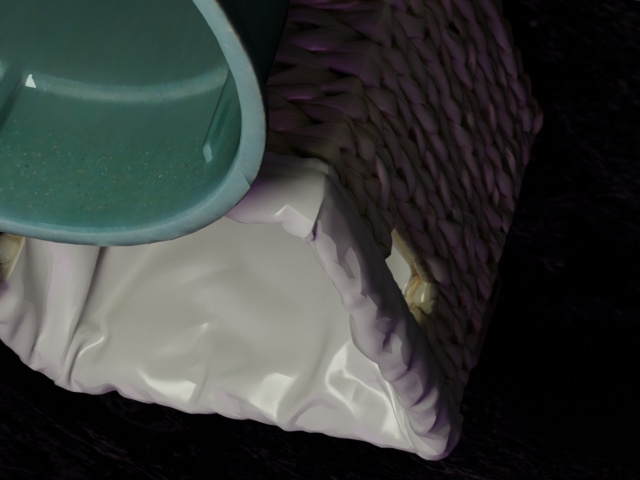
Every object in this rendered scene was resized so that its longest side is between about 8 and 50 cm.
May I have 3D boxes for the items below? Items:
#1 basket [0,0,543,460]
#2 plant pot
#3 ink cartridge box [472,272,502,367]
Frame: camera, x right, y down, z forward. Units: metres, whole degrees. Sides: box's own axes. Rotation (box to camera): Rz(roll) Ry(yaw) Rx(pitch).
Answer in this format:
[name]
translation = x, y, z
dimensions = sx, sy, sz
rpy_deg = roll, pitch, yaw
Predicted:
[basket]
translation = -0.065, -0.064, 1.215
dimensions = 0.331, 0.266, 0.328
rpy_deg = 9, 154, 23
[plant pot]
translation = -0.127, -0.228, 0.955
dimensions = 0.341, 0.334, 0.341
rpy_deg = 17, 149, 11
[ink cartridge box]
translation = 0.000, 0.000, 1.478
dimensions = 0.234, 0.088, 0.193
rpy_deg = 6, 147, 27
